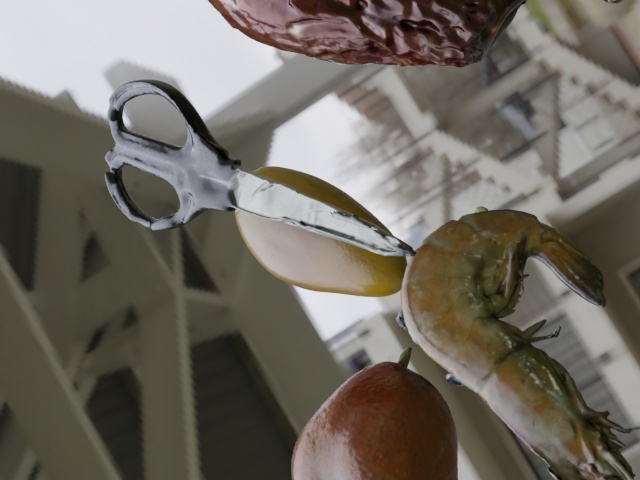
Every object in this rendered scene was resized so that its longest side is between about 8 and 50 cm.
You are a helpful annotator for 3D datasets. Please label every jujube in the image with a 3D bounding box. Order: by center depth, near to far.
[{"bbox_3d":[0.025,-0.192,0.978,0.236,0.168,0.168,26,-177,17],"label":"jujube"}]

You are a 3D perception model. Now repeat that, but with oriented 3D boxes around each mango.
[{"bbox_3d":[0.000,0.000,1.735,0.253,0.138,0.113,28,-148,29],"label":"mango"}]

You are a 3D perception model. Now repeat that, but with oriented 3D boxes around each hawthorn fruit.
[{"bbox_3d":[0.077,0.234,1.713,0.199,0.199,0.251,47,-130,-43],"label":"hawthorn fruit"}]

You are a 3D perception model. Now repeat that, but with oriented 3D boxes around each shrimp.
[{"bbox_3d":[0.199,0.094,1.192,0.296,0.169,0.058,46,163,11],"label":"shrimp"}]

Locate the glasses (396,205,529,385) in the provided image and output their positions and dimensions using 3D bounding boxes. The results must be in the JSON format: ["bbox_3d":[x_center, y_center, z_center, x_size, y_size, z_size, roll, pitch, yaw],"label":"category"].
[{"bbox_3d":[0.215,0.072,1.843,0.102,0.207,0.239,14,158,42],"label":"glasses"}]

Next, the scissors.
[{"bbox_3d":[-0.050,-0.032,0.955,0.022,0.109,0.300,-13,-155,-42],"label":"scissors"}]

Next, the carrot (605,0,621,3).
[{"bbox_3d":[0.227,-0.239,1.126,0.082,0.082,0.173,55,-156,-13],"label":"carrot"}]
